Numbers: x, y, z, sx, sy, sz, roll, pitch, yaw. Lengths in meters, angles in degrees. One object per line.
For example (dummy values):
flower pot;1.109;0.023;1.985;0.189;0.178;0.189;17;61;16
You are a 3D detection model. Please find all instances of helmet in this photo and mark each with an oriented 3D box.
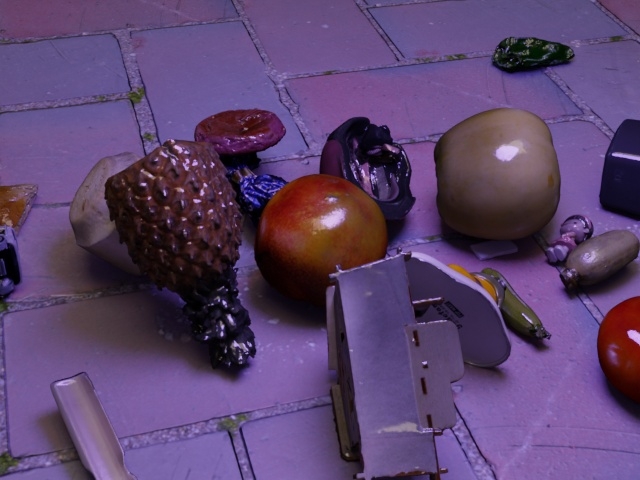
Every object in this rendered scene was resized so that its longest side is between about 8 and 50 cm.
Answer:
helmet;0.074;-0.119;1.778;0.198;0.154;0.253;36;46;-20

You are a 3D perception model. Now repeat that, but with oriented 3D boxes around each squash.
squash;0.330;0.113;1.585;0.052;0.052;0.183;-17;45;-23

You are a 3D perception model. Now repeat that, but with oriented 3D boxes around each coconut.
coconut;-0.319;-0.041;1.627;0.222;0.202;0.202;29;25;-34

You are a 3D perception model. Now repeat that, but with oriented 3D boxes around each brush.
brush;-0.301;0.322;1.297;0.060;0.050;0.321;-17;50;-26

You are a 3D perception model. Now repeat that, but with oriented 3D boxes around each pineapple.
pineapple;-0.191;0.025;1.456;0.202;0.362;0.202;-25;6;3

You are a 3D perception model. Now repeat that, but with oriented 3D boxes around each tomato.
tomato;0.531;0.178;1.448;0.195;0.136;0.195;1;36;-1

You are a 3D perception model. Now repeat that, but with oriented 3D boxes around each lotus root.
lotus root;0.500;0.032;1.663;0.183;0.090;0.077;-24;73;-26

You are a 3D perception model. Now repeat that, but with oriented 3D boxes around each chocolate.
chocolate;-0.151;-0.118;1.795;0.148;0.126;0.343;-49;47;3

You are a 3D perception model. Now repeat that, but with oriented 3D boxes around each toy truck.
toy truck;-0.645;0.037;1.576;0.253;0.114;0.124;-8;29;-13

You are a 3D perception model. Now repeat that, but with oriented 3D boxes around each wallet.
wallet;0.328;0.014;1.737;0.083;0.011;0.044;-12;42;-19

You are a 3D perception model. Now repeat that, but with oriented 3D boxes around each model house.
model house;0.099;0.198;1.354;0.169;0.244;0.326;-6;73;-8

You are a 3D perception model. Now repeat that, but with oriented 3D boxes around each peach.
peach;0.000;0.000;1.575;0.231;0.231;0.231;2;39;-1

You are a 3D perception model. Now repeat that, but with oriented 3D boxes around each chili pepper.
chili pepper;0.536;-0.459;2.298;0.216;0.062;0.108;-7;46;-12

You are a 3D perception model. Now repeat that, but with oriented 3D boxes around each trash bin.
trash bin;0.713;-0.127;1.809;0.290;0.182;0.209;15;41;24

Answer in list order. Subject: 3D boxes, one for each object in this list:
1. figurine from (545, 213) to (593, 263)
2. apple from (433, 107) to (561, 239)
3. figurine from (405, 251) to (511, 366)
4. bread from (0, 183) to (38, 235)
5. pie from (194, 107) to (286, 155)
figurine;0.466;0.000;1.734;0.054;0.072;0.129;51;53;-10
apple;0.330;-0.123;1.717;0.262;0.262;0.262;2;39;-1
figurine;0.224;0.074;1.494;0.166;0.250;0.141;-19;29;42
bread;-0.620;-0.066;1.748;0.136;0.054;0.154;4;36;6
pie;-0.158;-0.212;1.812;0.182;0.050;0.182;-4;26;2
